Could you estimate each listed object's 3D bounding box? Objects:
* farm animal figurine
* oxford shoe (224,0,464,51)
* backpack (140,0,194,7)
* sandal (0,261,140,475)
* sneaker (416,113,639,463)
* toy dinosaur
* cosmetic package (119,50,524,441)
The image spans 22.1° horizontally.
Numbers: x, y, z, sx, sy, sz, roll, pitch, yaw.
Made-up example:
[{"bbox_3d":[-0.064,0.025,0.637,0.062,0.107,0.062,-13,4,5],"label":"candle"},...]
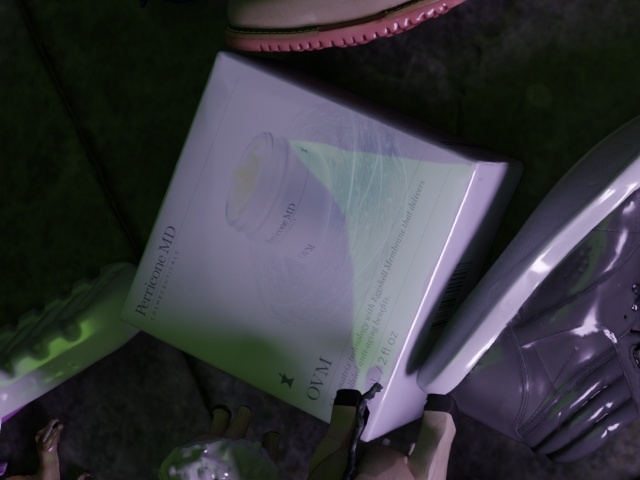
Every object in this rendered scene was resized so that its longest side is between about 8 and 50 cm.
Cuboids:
[{"bbox_3d":[0.082,0.245,1.142,0.330,0.172,0.327,-12,132,33],"label":"farm animal figurine"},{"bbox_3d":[0.079,-0.232,1.211,0.348,0.123,0.130,-16,106,15],"label":"oxford shoe"},{"bbox_3d":[-0.123,-0.231,1.303,0.101,0.120,0.098,22,98,9],"label":"backpack"},{"bbox_3d":[-0.297,0.164,1.377,0.416,0.169,0.102,-31,106,20],"label":"sandal"},{"bbox_3d":[0.217,0.036,1.208,0.147,0.104,0.295,40,90,-10],"label":"sneaker"},{"bbox_3d":[-0.249,0.246,1.402,0.093,0.053,0.183,26,78,18],"label":"toy dinosaur"},{"bbox_3d":[0.000,0.000,1.258,0.225,0.138,0.224,24,100,19],"label":"cosmetic package"}]
